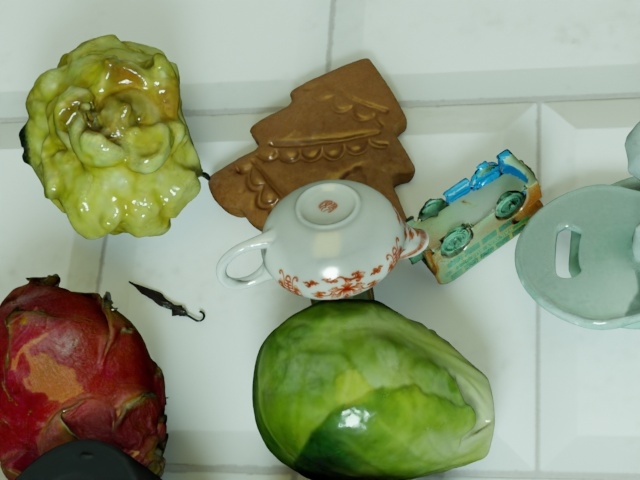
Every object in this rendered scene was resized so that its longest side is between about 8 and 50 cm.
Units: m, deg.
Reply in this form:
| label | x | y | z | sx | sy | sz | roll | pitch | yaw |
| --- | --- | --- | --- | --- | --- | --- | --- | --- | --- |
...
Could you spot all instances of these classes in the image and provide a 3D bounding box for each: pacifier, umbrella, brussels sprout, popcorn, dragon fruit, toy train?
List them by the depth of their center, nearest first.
| label | x | y | z | sx | sy | sz | roll | pitch | yaw |
| --- | --- | --- | --- | --- | --- | --- | --- | --- | --- |
| brussels sprout | 0.059 | 0.177 | 1.491 | 0.271 | 0.219 | 0.210 | 8 | 56 | -6 |
| pacifier | 0.392 | -0.035 | 1.492 | 0.343 | 0.269 | 0.288 | 0 | 40 | 9 |
| dragon fruit | -0.305 | 0.174 | 1.559 | 0.250 | 0.250 | 0.315 | -23 | 70 | 1 |
| toy train | 0.184 | -0.027 | 1.619 | 0.188 | 0.099 | 0.072 | -35 | 60 | -4 |
| umbrella | -0.201 | 0.080 | 1.702 | 0.122 | 0.013 | 0.022 | 22 | 60 | 22 |
| popcorn | -0.262 | -0.135 | 1.710 | 0.215 | 0.252 | 0.286 | -3 | 60 | -35 |

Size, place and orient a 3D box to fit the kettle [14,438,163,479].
| label | x | y | z | sx | sy | sz | roll | pitch | yaw |
| --- | --- | --- | --- | --- | --- | --- | --- | --- | --- |
| kettle | -0.185 | 0.385 | 1.393 | 0.207 | 0.290 | 0.268 | -36 | 43 | 7 |

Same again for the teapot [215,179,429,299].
| label | x | y | z | sx | sy | sz | roll | pitch | yaw |
| --- | --- | --- | --- | --- | --- | --- | --- | --- | --- |
| teapot | 0.000 | 0.000 | 1.492 | 0.246 | 0.116 | 0.159 | -13 | 56 | 1 |

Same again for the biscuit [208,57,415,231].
| label | x | y | z | sx | sy | sz | roll | pitch | yaw |
| --- | --- | --- | --- | --- | --- | --- | --- | --- | --- |
| biscuit | 0.009 | -0.111 | 1.727 | 0.284 | 0.043 | 0.306 | 13 | 69 | 18 |

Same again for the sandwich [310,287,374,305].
| label | x | y | z | sx | sy | sz | roll | pitch | yaw |
| --- | --- | --- | --- | --- | --- | --- | --- | --- | --- |
| sandwich | 0.022 | 0.024 | 1.644 | 0.079 | 0.163 | 0.113 | -11 | 21 | 7 |
